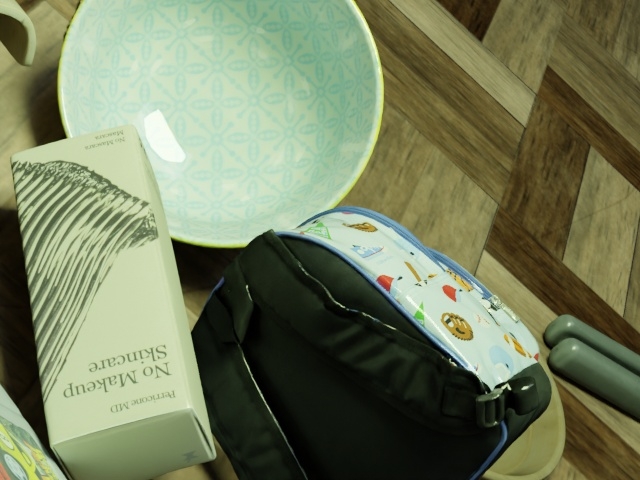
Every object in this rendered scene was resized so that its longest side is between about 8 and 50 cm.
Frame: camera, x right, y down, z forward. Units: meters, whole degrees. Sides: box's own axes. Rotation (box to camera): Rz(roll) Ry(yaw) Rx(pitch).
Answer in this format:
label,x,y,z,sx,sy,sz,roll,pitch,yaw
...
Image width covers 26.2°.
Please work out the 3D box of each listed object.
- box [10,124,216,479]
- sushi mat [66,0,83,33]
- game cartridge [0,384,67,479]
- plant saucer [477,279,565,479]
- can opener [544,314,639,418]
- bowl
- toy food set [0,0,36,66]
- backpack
label,x,y,z,sx,sy,sz,roll,pitch,yaw
box,-0.165,0.048,1.076,0.094,0.113,0.275,78,-5,-55
sushi mat,-0.119,-0.166,1.452,0.316,0.019,0.151,35,34,-20
game cartridge,-0.202,0.170,0.876,0.294,0.060,0.196,51,-7,25
plant saucer,0.141,0.135,1.418,0.278,0.041,0.278,29,38,-26
can opener,0.395,0.160,1.625,0.283,0.095,0.076,30,37,-25
bowl,-0.095,-0.127,1.287,0.289,0.289,0.156,48,-10,0
toy food set,-0.409,-0.234,1.138,0.306,0.092,0.219,6,35,-47
backpack,0.033,0.104,1.144,0.263,0.276,0.213,44,28,7
